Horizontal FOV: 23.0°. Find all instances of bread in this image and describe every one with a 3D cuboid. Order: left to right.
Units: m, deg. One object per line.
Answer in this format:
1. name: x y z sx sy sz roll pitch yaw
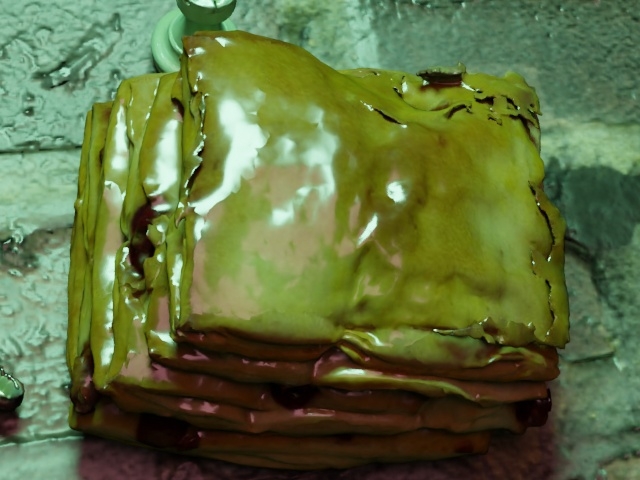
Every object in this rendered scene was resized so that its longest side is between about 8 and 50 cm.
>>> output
1. bread: 0.000 0.000 1.024 0.324 0.167 0.277 2 67 -8

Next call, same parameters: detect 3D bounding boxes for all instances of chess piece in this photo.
1. chess piece: -0.084 -0.155 1.111 0.067 0.103 0.067 3 67 -8

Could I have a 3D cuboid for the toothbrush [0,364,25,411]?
1. toothbrush: -0.341 0.000 1.034 0.364 0.041 0.041 37 66 7
